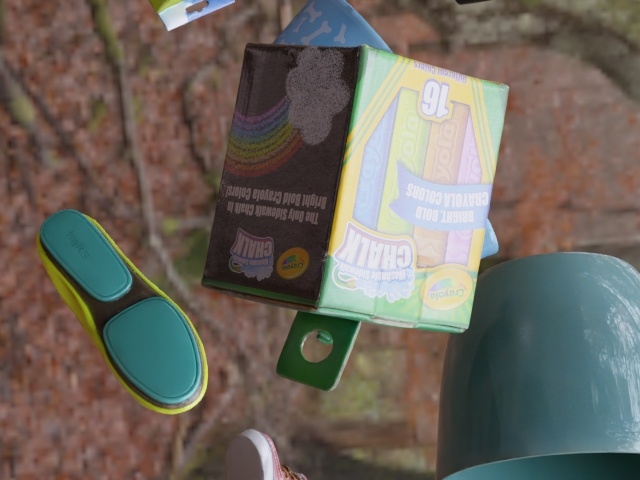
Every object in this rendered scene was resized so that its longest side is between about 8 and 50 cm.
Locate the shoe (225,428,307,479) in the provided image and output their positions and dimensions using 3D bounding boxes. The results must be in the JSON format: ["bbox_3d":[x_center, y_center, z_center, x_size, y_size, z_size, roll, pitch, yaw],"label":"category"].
[{"bbox_3d":[-0.049,0.254,1.594,0.063,0.081,0.178,37,-41,36],"label":"shoe"}]

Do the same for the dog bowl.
[{"bbox_3d":[0.046,-0.074,1.256,0.166,0.074,0.297,48,-7,45],"label":"dog bowl"}]

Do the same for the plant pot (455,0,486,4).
[{"bbox_3d":[0.239,-0.417,2.036,0.188,0.167,0.187,59,26,-11],"label":"plant pot"}]

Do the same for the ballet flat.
[{"bbox_3d":[-0.163,0.068,1.270,0.231,0.077,0.077,49,-24,29],"label":"ballet flat"}]

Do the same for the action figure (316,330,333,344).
[{"bbox_3d":[0.000,0.000,1.598,0.137,0.063,0.232,-147,-131,-63],"label":"action figure"}]

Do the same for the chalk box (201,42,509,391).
[{"bbox_3d":[0.019,-0.011,0.985,0.132,0.132,0.213,10,-90,52],"label":"chalk box"}]

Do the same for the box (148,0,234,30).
[{"bbox_3d":[-0.167,-0.327,1.649,0.178,0.109,0.042,58,-37,1],"label":"box"}]

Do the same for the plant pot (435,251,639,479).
[{"bbox_3d":[0.265,0.150,1.660,0.293,0.293,0.235,86,3,-69],"label":"plant pot"}]
